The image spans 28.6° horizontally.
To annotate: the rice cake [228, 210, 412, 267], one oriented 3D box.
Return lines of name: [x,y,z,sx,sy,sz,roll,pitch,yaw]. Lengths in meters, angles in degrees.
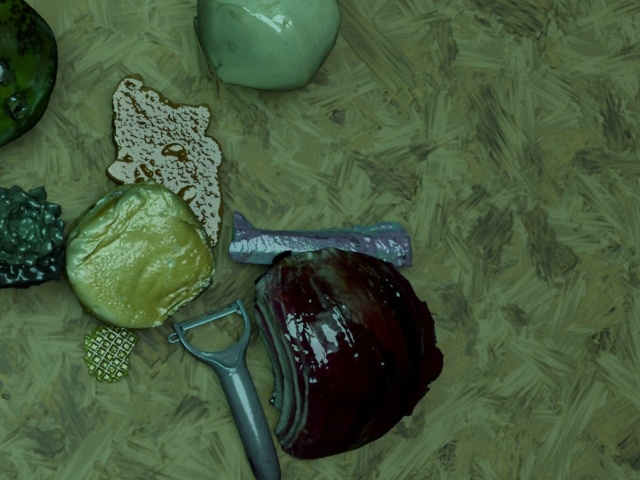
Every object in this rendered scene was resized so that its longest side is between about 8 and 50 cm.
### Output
rice cake: [0.001,0.003,1.880,0.290,0.051,0.081,4,83,-16]

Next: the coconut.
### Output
coconut: [-0.084,-0.311,1.825,0.224,0.224,0.224,2,82,-16]

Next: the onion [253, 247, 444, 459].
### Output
onion: [0.055,0.154,1.812,0.280,0.146,0.314,-16,96,-16]

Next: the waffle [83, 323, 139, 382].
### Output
waffle: [-0.298,0.160,1.789,0.078,0.016,0.085,3,81,-12]

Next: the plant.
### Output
plant: [-0.413,0.001,1.685,0.132,0.194,0.129,-8,80,-18]

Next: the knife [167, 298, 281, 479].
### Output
knife: [-0.122,0.233,1.814,0.123,0.053,0.278,-20,87,-12]

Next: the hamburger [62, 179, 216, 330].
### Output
hamburger: [-0.257,0.024,1.755,0.214,0.108,0.213,-2,99,-15]

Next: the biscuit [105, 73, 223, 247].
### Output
biscuit: [-0.219,-0.114,1.838,0.183,0.043,0.280,-30,96,-14]

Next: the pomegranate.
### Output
pomegranate: [-0.488,-0.255,1.695,0.276,0.204,0.222,42,89,-4]
